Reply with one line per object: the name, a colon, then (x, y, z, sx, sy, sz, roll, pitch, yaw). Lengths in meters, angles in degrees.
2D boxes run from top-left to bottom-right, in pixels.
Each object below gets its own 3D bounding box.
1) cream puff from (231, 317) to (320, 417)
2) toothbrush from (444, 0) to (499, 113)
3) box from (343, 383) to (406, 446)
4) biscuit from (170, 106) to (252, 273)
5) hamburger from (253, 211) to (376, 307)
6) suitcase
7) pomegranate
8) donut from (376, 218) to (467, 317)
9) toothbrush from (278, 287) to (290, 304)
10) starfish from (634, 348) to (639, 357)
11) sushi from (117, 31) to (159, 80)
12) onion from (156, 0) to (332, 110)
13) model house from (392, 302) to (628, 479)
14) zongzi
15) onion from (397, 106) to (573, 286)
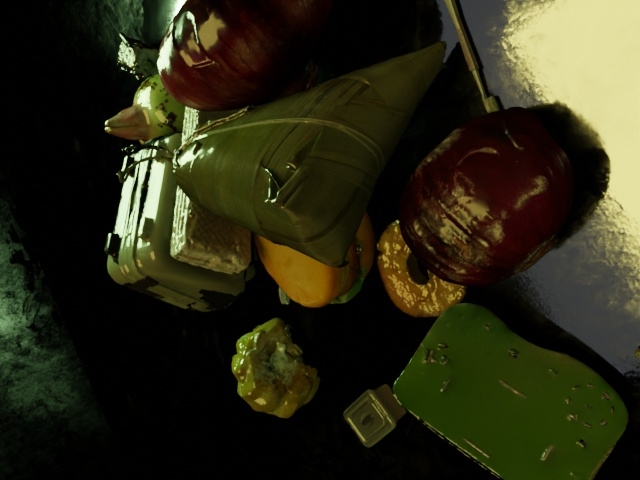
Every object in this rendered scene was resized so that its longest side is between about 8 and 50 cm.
cream puff: (-0.121, 0.311, 1.213, 0.221, 0.195, 0.194, 59, 136, 18)
toothbrush: (0.222, -0.272, 0.767, 0.017, 0.014, 0.194, -24, 86, 47)
box: (0.114, 0.354, 1.065, 0.089, 0.062, 0.122, 51, 135, 19)
biscuit: (-0.201, -0.141, 1.018, 0.078, 0.144, 0.426, -33, 49, 43)
hamburger: (-0.001, -0.002, 0.977, 0.246, 0.170, 0.246, 33, 139, 34)
suitcase: (-0.257, -0.029, 1.119, 0.194, 0.339, 0.351, -19, 55, 30)
pomegranate: (-0.371, -0.273, 1.197, 0.214, 0.248, 0.214, 27, 127, 41)
donut: (0.179, 0.040, 0.889, 0.162, 0.065, 0.178, -1, 102, 41)
toothbrush: (-0.087, 0.022, 1.179, 0.027, 0.021, 0.269, 9, 111, 30)
starfish: (0.487, 0.057, 0.581, 0.358, 0.078, 0.347, 47, 135, 24)
sushi: (-0.459, -0.469, 1.326, 0.084, 0.094, 0.098, 38, 128, 27)
onion: (-0.104, -0.342, 0.889, 0.347, 0.347, 0.285, -12, 132, 47)
model house: (0.291, 0.254, 0.824, 0.294, 0.154, 0.207, 32, 82, 23)
zongzi: (-0.065, -0.179, 0.843, 0.447, 0.418, 0.181, 21, 158, 38)
onion: (0.227, -0.057, 0.708, 0.216, 0.207, 0.206, 49, 136, 14)
